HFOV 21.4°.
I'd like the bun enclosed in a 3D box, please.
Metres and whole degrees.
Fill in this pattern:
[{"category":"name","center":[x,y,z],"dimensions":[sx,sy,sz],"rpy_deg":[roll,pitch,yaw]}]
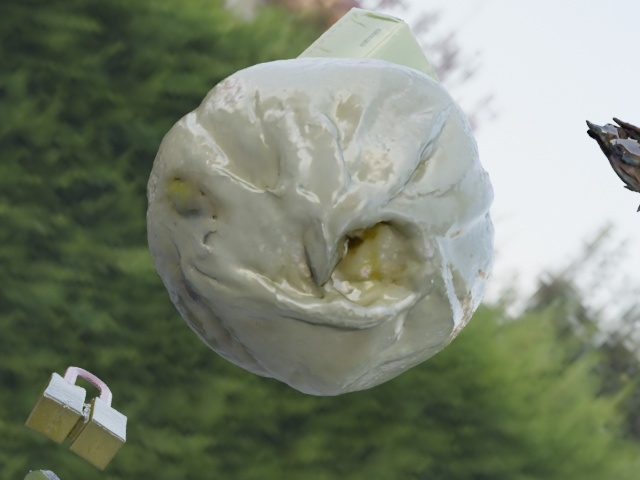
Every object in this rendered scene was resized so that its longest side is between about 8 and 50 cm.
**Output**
[{"category":"bun","center":[0.000,0.000,1.677],"dimensions":[0.365,0.365,0.219],"rpy_deg":[47,17,-14]}]

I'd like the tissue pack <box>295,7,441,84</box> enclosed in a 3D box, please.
[{"category":"tissue pack","center":[0.023,-0.132,1.935],"dimensions":[0.125,0.234,0.159],"rpy_deg":[26,-26,52]}]

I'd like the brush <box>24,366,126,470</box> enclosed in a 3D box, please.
[{"category":"brush","center":[-0.272,0.188,1.930],"dimensions":[0.103,0.047,0.233],"rpy_deg":[33,5,-8]}]

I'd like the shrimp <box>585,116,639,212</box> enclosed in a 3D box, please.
[{"category":"shrimp","center":[0.345,0.005,1.563],"dimensions":[0.317,0.164,0.062],"rpy_deg":[45,19,31]}]

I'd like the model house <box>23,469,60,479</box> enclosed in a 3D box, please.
[{"category":"model house","center":[-0.468,0.435,2.243],"dimensions":[0.279,0.218,0.205],"rpy_deg":[4,26,-42]}]
